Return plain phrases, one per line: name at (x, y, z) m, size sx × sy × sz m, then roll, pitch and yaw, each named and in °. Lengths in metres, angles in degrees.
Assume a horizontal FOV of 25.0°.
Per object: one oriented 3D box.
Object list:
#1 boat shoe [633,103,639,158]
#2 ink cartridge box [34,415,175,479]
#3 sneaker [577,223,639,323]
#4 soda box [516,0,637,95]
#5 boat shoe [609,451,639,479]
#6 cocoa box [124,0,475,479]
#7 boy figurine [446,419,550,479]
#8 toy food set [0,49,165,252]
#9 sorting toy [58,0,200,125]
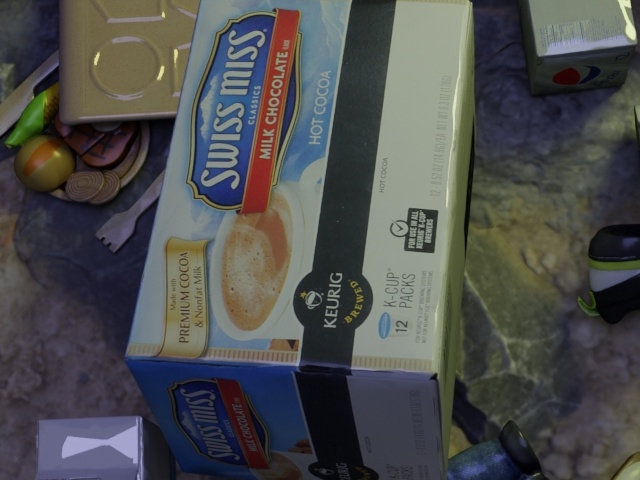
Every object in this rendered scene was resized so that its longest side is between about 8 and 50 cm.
boat shoe at (0.314, -0.049, 1.194) m, size 0.079 × 0.254 × 0.095 m, roll -11°, pitch 112°, yaw 9°
ink cartridge box at (-0.180, 0.200, 1.213) m, size 0.092 × 0.143 × 0.089 m, roll -4°, pitch 74°, yaw 5°
sneaker at (0.341, 0.038, 1.247) m, size 0.235 × 0.084 × 0.097 m, roll 1°, pitch 101°, yaw 7°
soda box at (0.220, -0.284, 1.328) m, size 0.091 × 0.098 × 0.286 m, roll -7°, pitch 74°, yaw 3°
boat shoe at (0.223, 0.278, 1.177) m, size 0.073 × 0.080 × 0.223 m, roll 33°, pitch 76°, yaw 19°
cocoa box at (0.000, 0.000, 1.168) m, size 0.228 × 0.231 × 0.347 m, roll 3°, pitch 60°, yaw 9°
boy figurine at (0.069, 0.269, 1.193) m, size 0.285 × 0.092 × 0.177 m, roll -32°, pitch 73°, yaw -2°
toy food set at (-0.225, -0.094, 1.357) m, size 0.192 × 0.038 × 0.132 m, roll 40°, pitch 82°, yaw 15°
sorting toy at (-0.145, -0.199, 1.368) m, size 0.208 × 0.038 × 0.193 m, roll -5°, pitch 67°, yaw 2°
